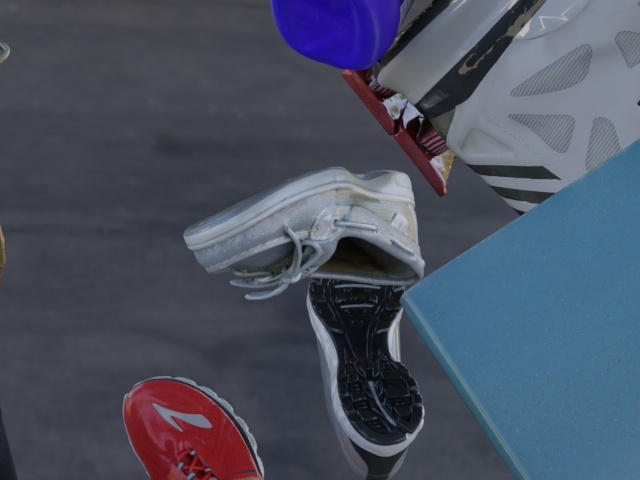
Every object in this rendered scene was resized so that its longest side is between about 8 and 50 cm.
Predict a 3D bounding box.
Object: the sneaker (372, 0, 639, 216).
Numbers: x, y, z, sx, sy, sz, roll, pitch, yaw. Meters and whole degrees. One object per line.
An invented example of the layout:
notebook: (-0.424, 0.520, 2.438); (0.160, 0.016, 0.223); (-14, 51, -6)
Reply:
sneaker: (0.253, -0.153, 1.290); (0.257, 0.447, 0.169); (48, 48, -2)

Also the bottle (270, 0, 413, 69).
bottle: (0.057, -0.257, 1.360); (0.092, 0.118, 0.283); (19, 60, 14)

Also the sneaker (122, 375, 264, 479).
sneaker: (-0.092, 0.243, 1.763); (0.107, 0.279, 0.118); (-35, -8, 1)

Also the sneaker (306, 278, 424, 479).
sneaker: (0.037, 0.122, 1.860); (0.100, 0.108, 0.271); (1, 45, -8)

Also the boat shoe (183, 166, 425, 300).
boat shoe: (-0.001, 0.001, 1.663); (0.118, 0.103, 0.320); (-24, -9, 27)

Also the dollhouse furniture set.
dollhouse furniture set: (0.166, -0.220, 1.802); (0.201, 0.152, 0.374); (-35, 14, 23)

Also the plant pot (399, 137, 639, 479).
plant pot: (0.182, 0.098, 0.883); (0.234, 0.165, 0.166); (61, 11, 25)

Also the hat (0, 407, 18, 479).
hat: (-0.347, 0.293, 1.636); (0.134, 0.331, 0.331); (-2, 17, 2)

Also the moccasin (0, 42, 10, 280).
moccasin: (-0.363, -0.127, 1.689); (0.139, 0.380, 0.147); (-14, 5, 35)
